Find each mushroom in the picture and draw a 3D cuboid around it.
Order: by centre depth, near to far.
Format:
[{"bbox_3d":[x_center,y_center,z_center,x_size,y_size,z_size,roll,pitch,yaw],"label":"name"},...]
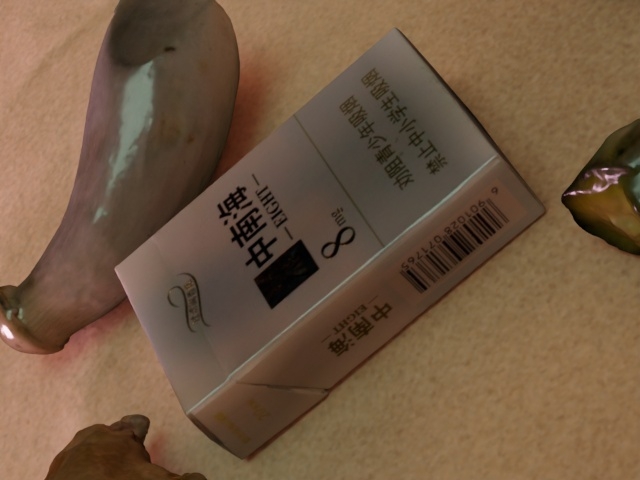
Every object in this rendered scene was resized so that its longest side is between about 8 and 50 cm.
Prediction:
[{"bbox_3d":[-0.133,-0.043,1.255,0.118,0.103,0.270,12,74,43],"label":"mushroom"}]

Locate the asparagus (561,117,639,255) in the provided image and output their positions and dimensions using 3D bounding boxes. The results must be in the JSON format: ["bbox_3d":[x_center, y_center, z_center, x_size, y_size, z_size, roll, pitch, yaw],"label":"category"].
[{"bbox_3d":[0.283,-0.083,0.974,0.343,0.082,0.085,-30,10,16],"label":"asparagus"}]

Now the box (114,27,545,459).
[{"bbox_3d":[0.000,0.000,1.141,0.243,0.067,0.155,-39,42,8],"label":"box"}]

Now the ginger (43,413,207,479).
[{"bbox_3d":[-0.118,0.194,1.050,0.218,0.123,0.270,-24,47,26],"label":"ginger"}]
